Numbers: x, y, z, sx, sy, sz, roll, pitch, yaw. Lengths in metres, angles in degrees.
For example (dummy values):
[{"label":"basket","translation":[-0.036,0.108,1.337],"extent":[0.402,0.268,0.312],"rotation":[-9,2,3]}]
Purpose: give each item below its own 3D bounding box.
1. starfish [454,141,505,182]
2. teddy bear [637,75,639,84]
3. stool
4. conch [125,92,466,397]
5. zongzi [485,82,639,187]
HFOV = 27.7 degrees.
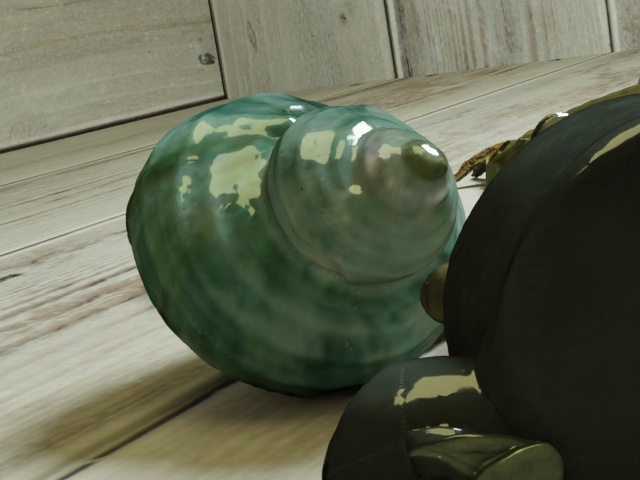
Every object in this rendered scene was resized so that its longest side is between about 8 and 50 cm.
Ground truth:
[{"label":"starfish","translation":[0.195,-0.083,1.340],"extent":[0.130,0.041,0.133],"rotation":[-12,11,-25]},{"label":"teddy bear","translation":[0.363,-0.103,0.930],"extent":[0.267,0.236,0.151],"rotation":[5,54,8]},{"label":"stool","translation":[0.100,0.026,0.486],"extent":[0.228,0.153,0.139],"rotation":[-11,10,-12]},{"label":"conch","translation":[0.000,0.000,0.739],"extent":[0.220,0.195,0.277],"rotation":[17,-23,-13]},{"label":"zongzi","translation":[0.215,-0.008,0.647],"extent":[0.274,0.145,0.300],"rotation":[-11,16,16]}]
